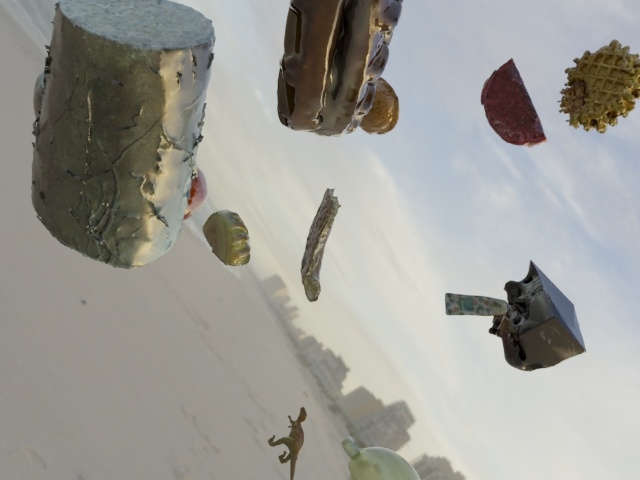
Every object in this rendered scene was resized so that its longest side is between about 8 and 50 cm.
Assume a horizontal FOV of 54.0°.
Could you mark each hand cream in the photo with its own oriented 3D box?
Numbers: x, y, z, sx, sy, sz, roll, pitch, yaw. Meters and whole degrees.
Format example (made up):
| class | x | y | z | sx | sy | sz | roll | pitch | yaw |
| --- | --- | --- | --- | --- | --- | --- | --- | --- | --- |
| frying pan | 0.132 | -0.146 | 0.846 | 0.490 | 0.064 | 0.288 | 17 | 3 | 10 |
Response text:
| class | x | y | z | sx | sy | sz | roll | pitch | yaw |
| --- | --- | --- | --- | --- | --- | --- | --- | --- | --- |
| hand cream | 0.383 | 0.159 | 1.525 | 0.037 | 0.165 | 0.057 | 112 | -19 | -69 |

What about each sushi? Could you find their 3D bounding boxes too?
| class | x | y | z | sx | sy | sz | roll | pitch | yaw |
| --- | --- | --- | --- | --- | --- | --- | --- | --- | --- |
| sushi | 0.552 | 0.227 | 1.642 | 0.215 | 0.212 | 0.227 | 41 | 27 | -25 |

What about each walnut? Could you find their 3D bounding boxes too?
| class | x | y | z | sx | sy | sz | roll | pitch | yaw |
| --- | --- | --- | --- | --- | --- | --- | --- | --- | --- |
| walnut | 0.133 | -0.369 | 1.741 | 0.211 | 0.087 | 0.167 | -177 | -111 | -71 |

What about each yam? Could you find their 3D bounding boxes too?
| class | x | y | z | sx | sy | sz | roll | pitch | yaw |
| --- | --- | --- | --- | --- | --- | --- | --- | --- | --- |
| yam | -0.281 | -0.165 | 0.898 | 0.241 | 0.241 | 0.348 | 54 | -45 | 39 |

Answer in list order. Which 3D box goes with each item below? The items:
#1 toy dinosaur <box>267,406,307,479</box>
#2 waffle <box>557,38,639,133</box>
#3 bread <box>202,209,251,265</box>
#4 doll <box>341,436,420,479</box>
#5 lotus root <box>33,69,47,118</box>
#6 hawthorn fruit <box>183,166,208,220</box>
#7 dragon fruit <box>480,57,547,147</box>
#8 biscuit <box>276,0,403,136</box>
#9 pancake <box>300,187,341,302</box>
| class | x | y | z | sx | sy | sz | roll | pitch | yaw |
| --- | --- | --- | --- | --- | --- | --- | --- | --- | --- |
| toy dinosaur | -0.057 | 0.507 | 1.548 | 0.039 | 0.126 | 0.162 | 44 | 9 | -50 |
| waffle | 0.611 | -0.334 | 1.376 | 0.070 | 0.197 | 0.193 | 17 | 40 | -35 |
| bread | -0.199 | -0.018 | 1.367 | 0.157 | 0.083 | 0.094 | 35 | -52 | 50 |
| doll | 0.114 | 0.354 | 0.716 | 0.296 | 0.117 | 0.141 | 44 | -2 | 23 |
| lotus root | -0.441 | -0.192 | 1.217 | 0.322 | 0.140 | 0.158 | 78 | 16 | -49 |
| hawthorn fruit | -0.365 | -0.125 | 1.537 | 0.189 | 0.189 | 0.189 | 59 | -7 | 12 |
| dragon fruit | 0.559 | -0.358 | 1.822 | 0.211 | 0.134 | 0.262 | 16 | 54 | -60 |
| biscuit | 0.030 | -0.266 | 0.655 | 0.332 | 0.103 | 0.332 | -168 | -90 | -87 |
| pancake | 0.000 | 0.000 | 1.497 | 0.056 | 0.257 | 0.212 | 19 | 7 | -9 |
